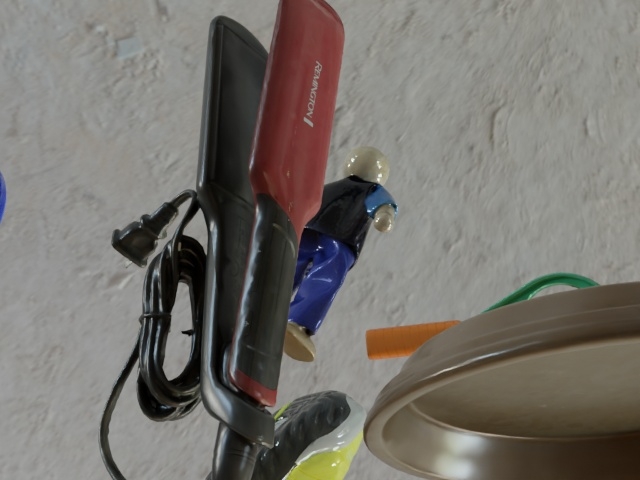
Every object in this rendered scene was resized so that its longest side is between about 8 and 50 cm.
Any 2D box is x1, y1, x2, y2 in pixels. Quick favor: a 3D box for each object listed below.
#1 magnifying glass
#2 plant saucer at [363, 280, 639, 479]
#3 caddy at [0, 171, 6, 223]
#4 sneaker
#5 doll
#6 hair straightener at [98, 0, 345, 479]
[{"bbox_3d":[0.155,0.083,0.999,0.231,0.026,0.092,-8,79,17],"label":"magnifying glass"},{"bbox_3d":[0.161,0.086,0.598,0.278,0.278,0.041,-11,62,15],"label":"plant saucer"},{"bbox_3d":[-0.478,0.024,1.123,0.341,0.241,0.179,-50,131,-12],"label":"caddy"},{"bbox_3d":[-0.070,0.294,0.873,0.147,0.145,0.384,35,88,-3],"label":"sneaker"},{"bbox_3d":[0.000,0.000,0.812,0.129,0.189,0.046,-1,139,42],"label":"doll"},{"bbox_3d":[-0.040,0.010,0.429,0.089,0.047,0.230,-13,63,36],"label":"hair straightener"}]
